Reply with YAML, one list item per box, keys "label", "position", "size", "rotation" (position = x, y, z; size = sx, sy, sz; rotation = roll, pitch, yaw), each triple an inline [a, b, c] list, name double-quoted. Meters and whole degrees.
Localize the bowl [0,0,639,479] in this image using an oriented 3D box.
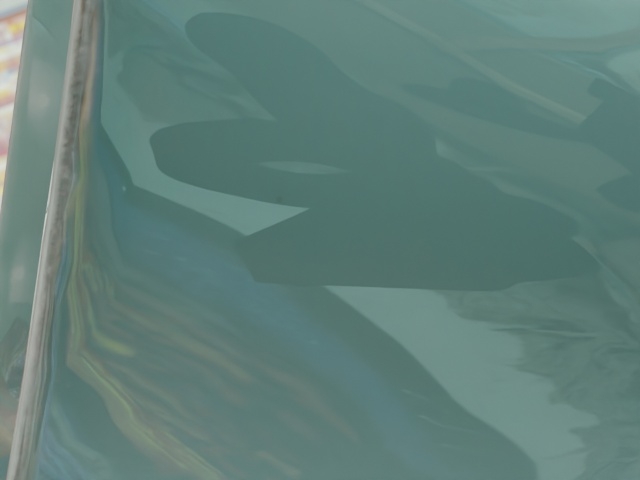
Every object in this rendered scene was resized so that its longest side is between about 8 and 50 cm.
- label: "bowl"
  position: [0.000, 0.000, 0.473]
  size: [0.311, 0.163, 0.311]
  rotation: [-173, -90, -78]
